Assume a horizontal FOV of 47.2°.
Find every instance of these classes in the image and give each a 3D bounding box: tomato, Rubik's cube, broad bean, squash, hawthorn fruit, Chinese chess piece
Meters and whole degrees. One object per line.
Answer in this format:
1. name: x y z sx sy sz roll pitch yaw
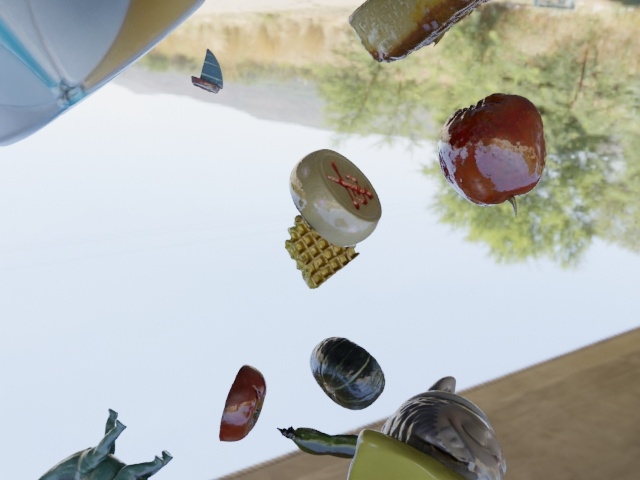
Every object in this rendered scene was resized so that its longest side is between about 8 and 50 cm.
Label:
1. tomato: -0.208 0.457 2.011 0.085 0.224 0.225 18 -166 6
2. Rubik's cube: -0.431 -0.383 1.096 0.352 0.352 0.347 -7 -145 47
3. broad bean: 0.036 0.552 1.979 0.339 0.077 0.061 14 -152 -22
4. squash: 0.080 0.411 2.283 0.165 0.252 0.252 -40 -145 -21
5. hawthorn fruit: 0.288 -0.133 1.188 0.179 0.200 0.179 -28 -175 3
6. Chinese chess piece: 0.039 -0.106 1.758 0.251 0.097 0.250 35 -147 -26

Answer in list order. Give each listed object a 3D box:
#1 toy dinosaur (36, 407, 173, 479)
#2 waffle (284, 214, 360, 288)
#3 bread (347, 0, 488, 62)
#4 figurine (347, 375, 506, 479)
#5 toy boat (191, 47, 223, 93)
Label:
1. toy dinosaur: -0.496 0.578 1.637 0.384 0.331 0.129 33 169 21
2. waffle: 0.000 0.000 2.249 0.229 0.219 0.057 -38 -166 -25
3. bread: 0.190 -0.384 1.131 0.185 0.114 0.275 -29 -179 -42
4. figurine: 0.225 0.447 1.388 0.266 0.361 0.378 39 -148 22
5. toy boat: -0.307 -0.479 2.049 0.096 0.122 0.034 20 164 -27
